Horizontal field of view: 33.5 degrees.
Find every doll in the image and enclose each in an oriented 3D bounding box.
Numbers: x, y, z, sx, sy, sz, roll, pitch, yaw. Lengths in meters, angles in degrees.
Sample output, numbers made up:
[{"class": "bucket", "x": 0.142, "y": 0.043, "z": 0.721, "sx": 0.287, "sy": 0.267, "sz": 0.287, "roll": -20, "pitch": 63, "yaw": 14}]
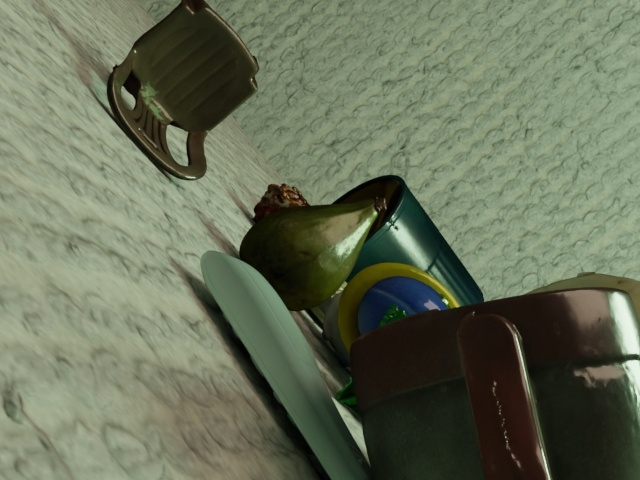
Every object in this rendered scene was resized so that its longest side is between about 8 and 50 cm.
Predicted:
[{"class": "doll", "x": 0.076, "y": 0.096, "z": 1.429, "sx": 0.311, "sy": 0.159, "sz": 0.242, "roll": 43, "pitch": -9, "yaw": 7}]

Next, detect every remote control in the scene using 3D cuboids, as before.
[{"class": "remote control", "x": -0.022, "y": 0.123, "z": 0.952, "sx": 0.293, "sy": 0.051, "sz": 0.103, "roll": 56, "pitch": 1, "yaw": 36}]

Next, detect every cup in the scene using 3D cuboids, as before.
[{"class": "cup", "x": 0.114, "y": 0.076, "z": 1.987, "sx": 0.292, "sy": 0.307, "sz": 0.242, "roll": 49, "pitch": 36, "yaw": -22}]

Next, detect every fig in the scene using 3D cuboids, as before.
[{"class": "fig", "x": -0.008, "y": 0.002, "z": 1.331, "sx": 0.133, "sy": 0.185, "sz": 0.126, "roll": 53, "pitch": 18, "yaw": 11}]

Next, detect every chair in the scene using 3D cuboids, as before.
[{"class": "chair", "x": -0.181, "y": -0.220, "z": 1.441, "sx": 0.175, "sy": 0.183, "sz": 0.326, "roll": 48, "pitch": 3, "yaw": -22}]

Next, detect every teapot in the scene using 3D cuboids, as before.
[{"class": "teapot", "x": 0.155, "y": 0.202, "z": 0.787, "sx": 0.315, "sy": 0.233, "sz": 0.312, "roll": 47, "pitch": 30, "yaw": -72}]

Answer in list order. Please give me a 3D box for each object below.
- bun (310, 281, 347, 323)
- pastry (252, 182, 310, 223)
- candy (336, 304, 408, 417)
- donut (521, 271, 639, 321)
[{"class": "bun", "x": 0.016, "y": 0.086, "z": 1.585, "sx": 0.115, "sy": 0.069, "sz": 0.115, "roll": 50, "pitch": -2, "yaw": 2}, {"class": "pastry", "x": -0.033, "y": -0.003, "z": 1.752, "sx": 0.208, "sy": 0.097, "sz": 0.115, "roll": 54, "pitch": 15, "yaw": 28}, {"class": "candy", "x": 0.114, "y": 0.189, "z": 1.279, "sx": 0.203, "sy": 0.141, "sz": 0.078, "roll": 49, "pitch": -8, "yaw": -19}, {"class": "donut", "x": 0.282, "y": 0.223, "z": 1.025, "sx": 0.383, "sy": 0.382, "sz": 0.142, "roll": 51, "pitch": 36, "yaw": 10}]
